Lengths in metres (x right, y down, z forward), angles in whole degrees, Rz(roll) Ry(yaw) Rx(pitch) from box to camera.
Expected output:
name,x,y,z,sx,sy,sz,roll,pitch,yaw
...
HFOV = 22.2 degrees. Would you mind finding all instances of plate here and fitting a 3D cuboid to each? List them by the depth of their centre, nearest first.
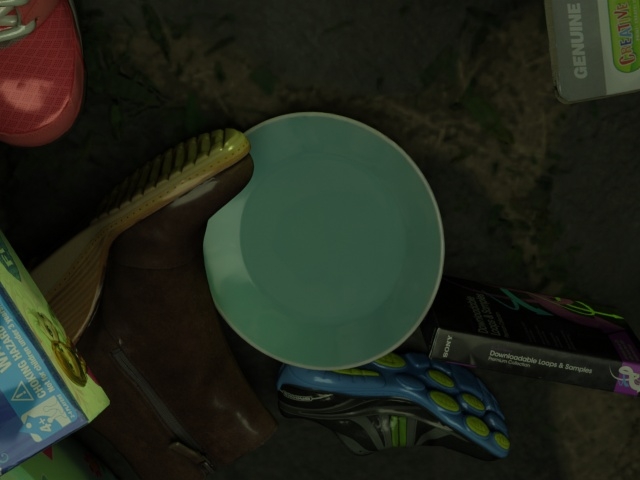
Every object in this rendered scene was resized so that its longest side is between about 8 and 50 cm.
name,x,y,z,sx,sy,sz,roll,pitch,yaw
plate,0.000,0.000,1.169,0.188,0.024,0.188,4,101,18

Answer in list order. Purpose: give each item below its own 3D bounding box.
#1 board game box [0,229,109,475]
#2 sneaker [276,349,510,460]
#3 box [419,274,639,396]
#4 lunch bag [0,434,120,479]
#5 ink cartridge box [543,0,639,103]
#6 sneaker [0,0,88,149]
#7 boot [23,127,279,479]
name,x,y,z,sx,sy,sz,roll,pitch,yaw
board game box,-0.340,0.047,0.937,0.318,0.066,0.319,-32,92,6
sneaker,0.055,0.127,1.236,0.188,0.067,0.078,16,130,-12
box,0.151,0.066,1.183,0.162,0.116,0.029,9,108,-8
lunch bag,-0.256,0.197,1.126,0.160,0.262,0.223,-39,108,11
ink cartridge box,0.244,-0.264,0.995,0.271,0.130,0.309,-11,116,-2
sneaker,-0.233,-0.189,1.021,0.116,0.136,0.314,-17,113,-1
boot,-0.094,0.056,1.171,0.248,0.090,0.207,-36,105,21
